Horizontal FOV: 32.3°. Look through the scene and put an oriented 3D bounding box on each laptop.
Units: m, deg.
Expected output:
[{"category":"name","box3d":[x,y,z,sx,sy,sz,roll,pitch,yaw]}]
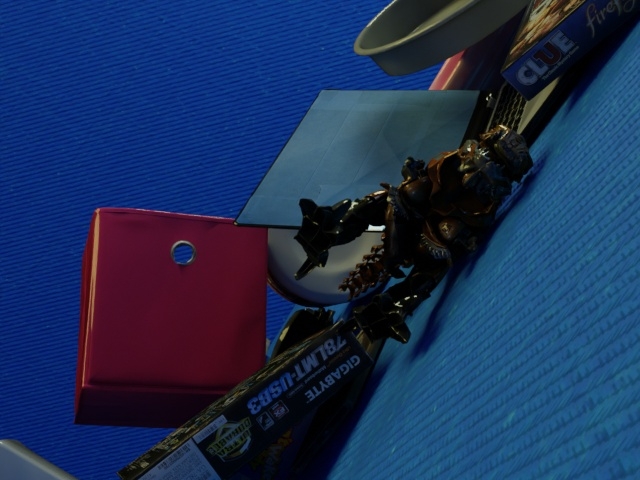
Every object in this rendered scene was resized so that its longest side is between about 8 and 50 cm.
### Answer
[{"category":"laptop","box3d":[0.132,-0.195,1.361,0.408,0.236,0.382,-57,3,38]}]

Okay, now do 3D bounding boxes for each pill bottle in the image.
[{"category":"pill bottle","box3d":[0.000,0.000,1.844,0.224,0.224,0.392,-59,2,-7]}]

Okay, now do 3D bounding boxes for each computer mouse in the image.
[{"category":"computer mouse","box3d":[-0.024,0.193,1.944,0.188,0.072,0.272,-61,-10,-8]}]

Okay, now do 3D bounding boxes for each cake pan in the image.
[{"category":"cake pan","box3d":[0.179,-0.311,1.447,0.293,0.054,0.293,-31,19,12]}]

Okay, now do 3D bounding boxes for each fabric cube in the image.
[{"category":"fabric cube","box3d":[-0.224,0.124,1.616,0.259,0.254,0.258,127,146,-64]}]

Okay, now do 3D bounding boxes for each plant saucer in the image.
[{"category":"plant saucer","box3d":[0.250,-0.275,1.801,0.332,0.084,0.332,-60,2,4]}]

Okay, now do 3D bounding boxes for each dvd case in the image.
[{"category":"dvd case","box3d":[0.036,0.173,1.392,0.164,0.018,0.221,-57,3,43]}]

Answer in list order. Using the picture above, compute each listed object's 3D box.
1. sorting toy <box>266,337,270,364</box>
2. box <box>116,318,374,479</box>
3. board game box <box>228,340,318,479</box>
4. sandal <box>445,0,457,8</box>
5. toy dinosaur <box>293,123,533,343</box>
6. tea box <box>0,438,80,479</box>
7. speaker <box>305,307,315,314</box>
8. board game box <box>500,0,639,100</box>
[{"category":"sorting toy","box3d":[-0.164,0.360,2.432,0.255,0.089,0.257,-59,2,5]},{"category":"box","box3d":[-0.099,0.217,1.314,0.293,0.073,0.295,-34,-1,-16]},{"category":"board game box","box3d":[-0.090,0.305,1.633,0.233,0.078,0.347,-60,2,-24]},{"category":"sandal","box3d":[0.227,-0.404,1.643,0.102,0.076,0.265,86,-168,-72]},{"category":"toy dinosaur","box3d":[0.100,0.001,1.149,0.218,0.164,0.322,-34,-28,-33]},{"category":"tea box","box3d":[-0.303,0.447,1.252,0.323,0.329,0.220,-59,2,-14]},{"category":"speaker","box3d":[-0.040,0.204,2.214,0.136,0.055,0.055,-58,2,13]},{"category":"board game box","box3d":[0.272,-0.255,1.113,0.165,0.042,0.243,-41,12,36]}]
